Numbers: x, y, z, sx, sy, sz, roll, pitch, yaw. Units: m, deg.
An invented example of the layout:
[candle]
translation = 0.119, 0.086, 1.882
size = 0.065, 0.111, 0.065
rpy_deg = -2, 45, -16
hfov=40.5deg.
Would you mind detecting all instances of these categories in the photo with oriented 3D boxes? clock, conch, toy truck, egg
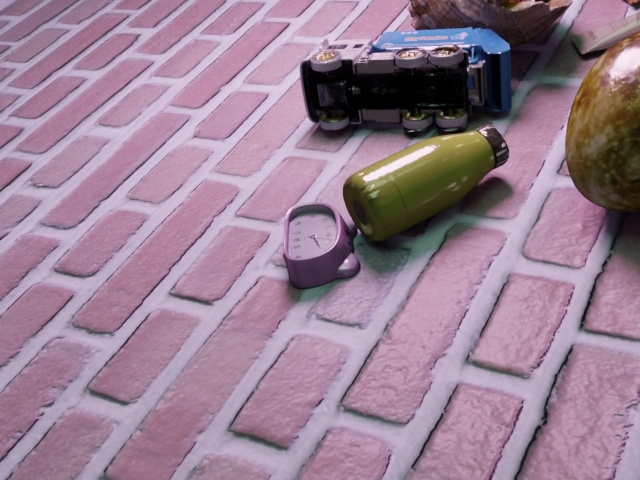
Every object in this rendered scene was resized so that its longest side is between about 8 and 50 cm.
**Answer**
[clock]
translation = 0.000, 0.000, 1.304
size = 0.110, 0.050, 0.152
rpy_deg = -9, 37, 6
[conch]
translation = 0.312, -0.448, 1.650
size = 0.297, 0.210, 0.352
rpy_deg = 8, 39, -12
[toy truck]
translation = 0.156, -0.289, 1.551
size = 0.367, 0.146, 0.175
rpy_deg = 3, 33, 17
[egg]
translation = 0.466, -0.165, 1.210
size = 0.289, 0.238, 0.238
rpy_deg = -40, 43, -15

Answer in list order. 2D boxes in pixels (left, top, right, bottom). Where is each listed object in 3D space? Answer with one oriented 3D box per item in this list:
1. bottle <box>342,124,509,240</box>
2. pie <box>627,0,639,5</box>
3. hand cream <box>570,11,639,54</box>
[bottle]
translation = 0.167, -0.098, 1.323
size = 0.260, 0.112, 0.112
rpy_deg = -27, 39, -16
[pie]
translation = 0.631, -0.528, 1.786
size = 0.092, 0.034, 0.170
rpy_deg = -23, 37, -5
[hand cream]
translation = 0.570, -0.393, 1.625
size = 0.186, 0.054, 0.087
rpy_deg = -16, 32, 9
